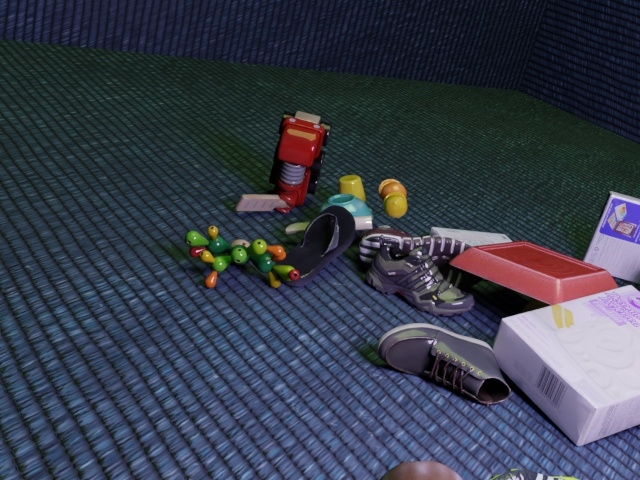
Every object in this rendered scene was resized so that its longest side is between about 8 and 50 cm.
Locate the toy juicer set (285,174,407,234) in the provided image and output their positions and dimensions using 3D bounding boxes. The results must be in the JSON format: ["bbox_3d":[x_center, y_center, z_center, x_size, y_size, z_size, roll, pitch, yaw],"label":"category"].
[{"bbox_3d":[0.085,-0.052,1.989,0.209,0.089,0.329,4,25,25],"label":"toy juicer set"}]

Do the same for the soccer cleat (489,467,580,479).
[{"bbox_3d":[0.302,0.354,1.212,0.179,0.060,0.072,8,24,-23],"label":"soccer cleat"}]

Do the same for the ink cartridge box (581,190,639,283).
[{"bbox_3d":[0.771,0.002,2.164,0.208,0.206,0.045,18,26,6],"label":"ink cartridge box"}]

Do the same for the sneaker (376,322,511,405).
[{"bbox_3d":[0.209,0.206,1.478,0.222,0.083,0.118,9,23,-17],"label":"sneaker"}]

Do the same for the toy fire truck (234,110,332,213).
[{"bbox_3d":[-0.085,-0.158,2.036,0.159,0.217,0.246,15,36,1],"label":"toy fire truck"}]

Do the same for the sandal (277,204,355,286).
[{"bbox_3d":[0.001,0.001,1.780,0.097,0.054,0.254,16,39,18],"label":"sandal"}]

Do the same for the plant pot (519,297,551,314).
[{"bbox_3d":[0.479,0.139,1.794,0.134,0.095,0.134,13,21,-5],"label":"plant pot"}]

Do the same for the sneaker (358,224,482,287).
[{"bbox_3d":[0.212,0.016,1.923,0.282,0.106,0.162,13,15,-11],"label":"sneaker"}]

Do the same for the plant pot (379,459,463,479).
[{"bbox_3d":[0.118,0.343,1.005,0.167,0.166,0.165,15,14,2],"label":"plant pot"}]

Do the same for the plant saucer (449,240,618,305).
[{"bbox_3d":[0.435,0.056,1.775,0.259,0.047,0.259,24,20,40],"label":"plant saucer"}]

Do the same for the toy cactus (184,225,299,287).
[{"bbox_3d":[-0.151,0.035,1.682,0.219,0.112,0.180,9,3,-6],"label":"toy cactus"}]

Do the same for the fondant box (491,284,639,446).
[{"bbox_3d":[0.500,0.207,1.548,0.330,0.096,0.238,-9,37,-30],"label":"fondant box"}]

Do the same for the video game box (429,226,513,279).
[{"bbox_3d":[0.379,0.033,2.054,0.205,0.048,0.187,5,22,-21],"label":"video game box"}]

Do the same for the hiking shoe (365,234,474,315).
[{"bbox_3d":[0.203,0.070,1.762,0.227,0.114,0.086,20,23,14],"label":"hiking shoe"}]
